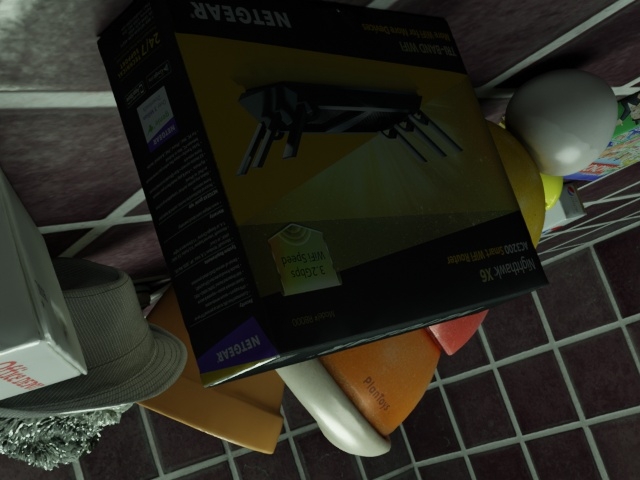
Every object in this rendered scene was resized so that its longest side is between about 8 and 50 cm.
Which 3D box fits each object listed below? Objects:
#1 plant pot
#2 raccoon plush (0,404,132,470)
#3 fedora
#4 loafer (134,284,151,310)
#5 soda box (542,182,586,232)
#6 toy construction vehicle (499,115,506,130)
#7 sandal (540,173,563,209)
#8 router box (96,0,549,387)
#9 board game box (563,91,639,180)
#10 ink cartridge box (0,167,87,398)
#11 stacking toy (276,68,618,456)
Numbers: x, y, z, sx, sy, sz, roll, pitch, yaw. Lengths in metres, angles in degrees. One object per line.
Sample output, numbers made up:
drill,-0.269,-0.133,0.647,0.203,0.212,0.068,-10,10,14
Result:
plant pot,-0.168,0.183,1.440,0.291,0.203,0.291,23,171,4
raccoon plush,-0.516,0.285,1.629,0.447,0.216,0.299,-12,160,-33
fedora,-0.297,0.096,1.052,0.276,0.124,0.243,-2,-161,9
loafer,-0.357,0.148,1.466,0.268,0.084,0.096,-26,168,33
soda box,0.444,-0.045,1.920,0.069,0.073,0.216,-12,168,-34
toy construction vehicle,0.217,-0.142,1.142,0.086,0.035,0.098,-30,172,1
sandal,0.235,-0.047,1.365,0.138,0.126,0.317,2,149,-9
router box,0.017,-0.048,0.672,0.309,0.242,0.081,-9,166,-47
board game box,0.466,-0.158,1.451,0.214,0.046,0.317,-26,167,33
ink cartridge box,-0.429,0.090,0.800,0.395,0.166,0.285,-17,170,-12
stacking toy,0.131,-0.021,1.039,0.480,0.350,0.350,-35,169,0
